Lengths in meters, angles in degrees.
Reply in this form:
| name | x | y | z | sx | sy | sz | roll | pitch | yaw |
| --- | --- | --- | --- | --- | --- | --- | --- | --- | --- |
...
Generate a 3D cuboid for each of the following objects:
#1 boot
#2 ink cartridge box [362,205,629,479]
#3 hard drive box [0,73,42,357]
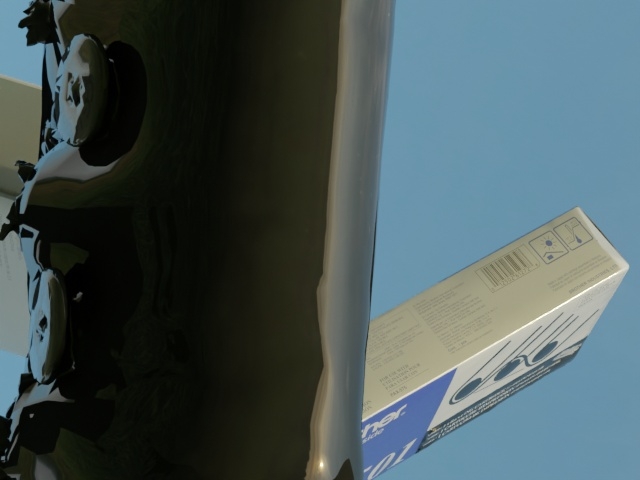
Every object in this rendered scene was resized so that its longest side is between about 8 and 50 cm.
| name | x | y | z | sx | sy | sz | roll | pitch | yaw |
| --- | --- | --- | --- | --- | --- | --- | --- | --- | --- |
| boot | -0.002 | 0.000 | 0.589 | 0.367 | 0.146 | 0.445 | -13 | -115 | 52 |
| ink cartridge box | 0.053 | 0.065 | 0.907 | 0.046 | 0.207 | 0.097 | 52 | -29 | 21 |
| hard drive box | -0.248 | -0.028 | 1.163 | 0.232 | 0.181 | 0.089 | 18 | -126 | 10 |
